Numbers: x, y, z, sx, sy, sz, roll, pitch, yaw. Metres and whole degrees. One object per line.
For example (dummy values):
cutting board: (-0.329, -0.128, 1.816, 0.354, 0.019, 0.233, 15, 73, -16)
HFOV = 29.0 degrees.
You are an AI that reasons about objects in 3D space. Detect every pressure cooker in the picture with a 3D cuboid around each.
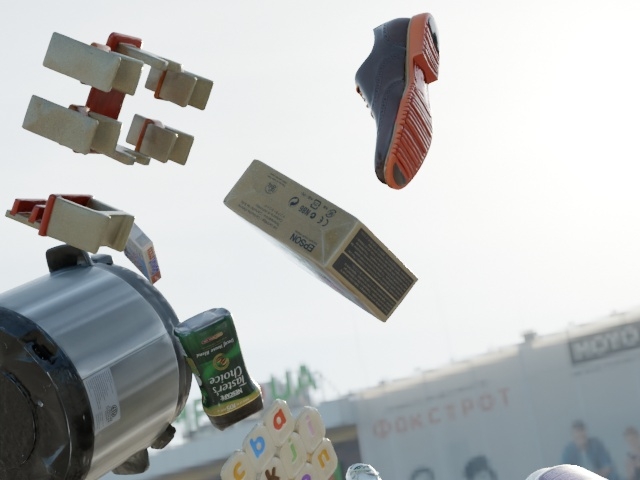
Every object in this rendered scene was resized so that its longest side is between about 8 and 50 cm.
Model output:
pressure cooker: (-0.430, 0.238, 2.163, 0.420, 0.375, 0.370, -29, -30, -56)

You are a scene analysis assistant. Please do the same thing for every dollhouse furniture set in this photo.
dollhouse furniture set: (-0.272, -0.125, 1.493, 0.135, 0.259, 0.262, 23, 8, 17)

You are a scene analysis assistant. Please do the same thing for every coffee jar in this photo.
coffee jar: (-0.159, 0.206, 1.970, 0.096, 0.184, 0.079, -26, 18, -20)

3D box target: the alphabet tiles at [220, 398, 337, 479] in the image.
alphabet tiles: (-0.068, 0.403, 1.956, 0.021, 0.284, 0.278, 7, -49, 36)

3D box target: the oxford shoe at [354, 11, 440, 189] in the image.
oxford shoe: (0.095, -0.182, 1.648, 0.098, 0.271, 0.097, -3, -34, 23)

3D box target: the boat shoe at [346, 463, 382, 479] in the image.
boat shoe: (0.083, 0.501, 2.562, 0.083, 0.076, 0.226, -15, -6, -11)

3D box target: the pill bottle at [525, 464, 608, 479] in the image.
pill bottle: (0.471, 0.506, 2.271, 0.169, 0.169, 0.301, -5, 1, -10)

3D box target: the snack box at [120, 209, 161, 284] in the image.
snack box: (-0.257, 0.012, 1.743, 0.022, 0.064, 0.178, -43, -10, -14)

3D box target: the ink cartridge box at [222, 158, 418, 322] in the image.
ink cartridge box: (0.000, 0.000, 1.772, 0.234, 0.088, 0.193, 31, -8, 41)
